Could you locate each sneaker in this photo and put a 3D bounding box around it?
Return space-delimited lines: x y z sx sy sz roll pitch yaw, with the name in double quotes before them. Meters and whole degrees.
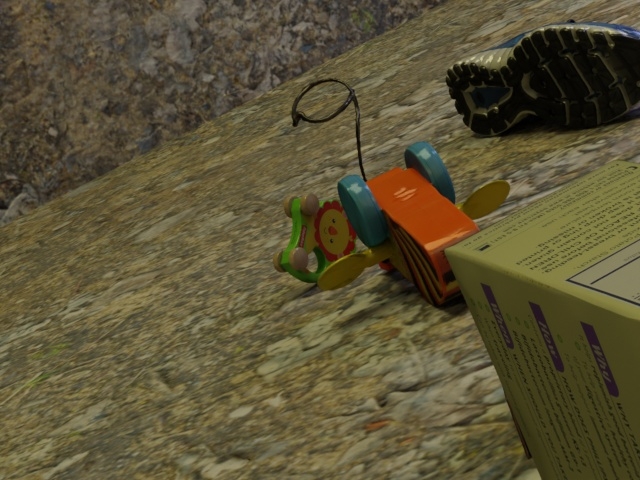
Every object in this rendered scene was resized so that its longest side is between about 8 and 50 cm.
"sneaker" 0.291 -0.213 1.892 0.147 0.130 0.330 -34 17 -27

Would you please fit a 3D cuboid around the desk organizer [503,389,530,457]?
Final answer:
"desk organizer" 0.155 0.100 1.136 0.050 0.047 0.130 -20 15 6

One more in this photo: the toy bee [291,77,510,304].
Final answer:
"toy bee" 0.088 -0.022 1.540 0.195 0.162 0.298 -13 40 7

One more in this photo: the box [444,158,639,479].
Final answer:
"box" 0.192 0.087 0.784 0.117 0.214 0.243 -27 14 -12

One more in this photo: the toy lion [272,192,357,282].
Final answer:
"toy lion" 0.000 0.000 1.685 0.034 0.096 0.100 -10 60 43
